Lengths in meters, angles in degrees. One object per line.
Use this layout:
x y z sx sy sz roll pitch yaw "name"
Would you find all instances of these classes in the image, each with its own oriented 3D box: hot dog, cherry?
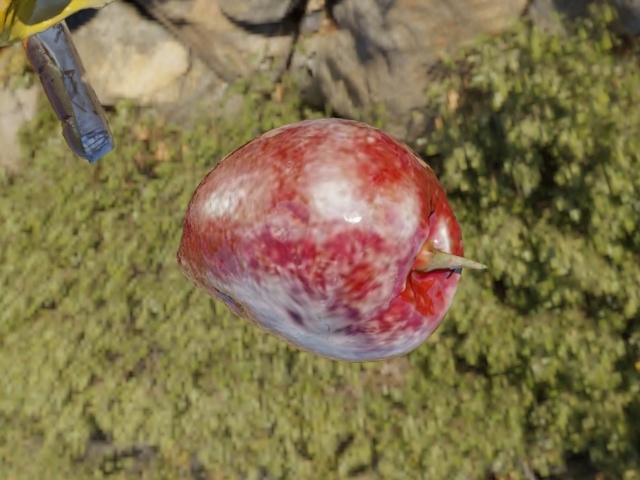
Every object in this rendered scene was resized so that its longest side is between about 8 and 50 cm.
-0.394 -0.246 2.042 0.075 0.268 0.144 -20 -178 0 "hot dog"
0.000 0.000 1.205 0.300 0.203 0.230 1 153 27 "cherry"

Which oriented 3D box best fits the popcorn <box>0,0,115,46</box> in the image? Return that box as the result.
-0.241 -0.315 0.907 0.349 0.349 0.382 -3 152 -3 "popcorn"
